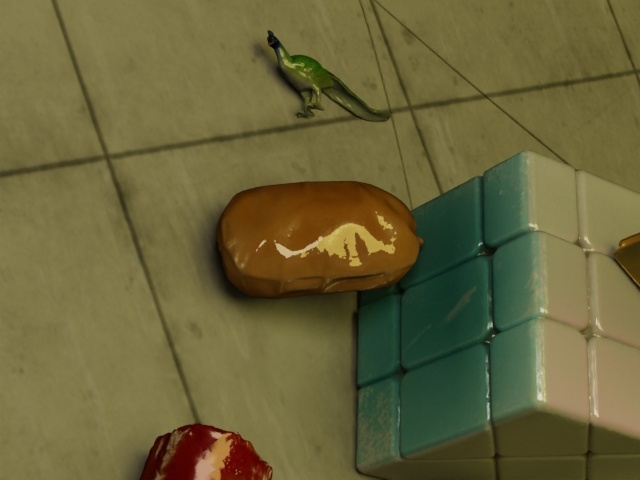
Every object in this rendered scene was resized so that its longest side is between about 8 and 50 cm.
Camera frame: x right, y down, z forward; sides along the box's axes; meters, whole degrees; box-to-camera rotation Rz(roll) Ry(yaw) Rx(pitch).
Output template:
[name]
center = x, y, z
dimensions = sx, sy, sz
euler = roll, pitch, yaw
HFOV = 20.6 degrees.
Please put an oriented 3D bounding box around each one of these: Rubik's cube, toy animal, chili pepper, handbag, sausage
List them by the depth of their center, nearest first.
[chili pepper]
center = -0.139, 0.358, 1.750
dimensions = 0.134, 0.131, 0.338
euler = 52, 37, -46
[handbag]
center = 0.370, 0.027, 1.942
dimensions = 0.083, 0.061, 0.027
euler = 47, 50, -16
[sausage]
center = 0.000, 0.000, 2.006
dimensions = 0.241, 0.120, 0.136
euler = -6, 57, -15
[Rubik's cube]
center = 0.256, 0.124, 2.066
dimensions = 0.318, 0.322, 0.316
euler = 19, 61, -33
[toy animal]
center = 0.007, -0.177, 2.178
dimensions = 0.217, 0.041, 0.075
euler = 33, 51, -32
